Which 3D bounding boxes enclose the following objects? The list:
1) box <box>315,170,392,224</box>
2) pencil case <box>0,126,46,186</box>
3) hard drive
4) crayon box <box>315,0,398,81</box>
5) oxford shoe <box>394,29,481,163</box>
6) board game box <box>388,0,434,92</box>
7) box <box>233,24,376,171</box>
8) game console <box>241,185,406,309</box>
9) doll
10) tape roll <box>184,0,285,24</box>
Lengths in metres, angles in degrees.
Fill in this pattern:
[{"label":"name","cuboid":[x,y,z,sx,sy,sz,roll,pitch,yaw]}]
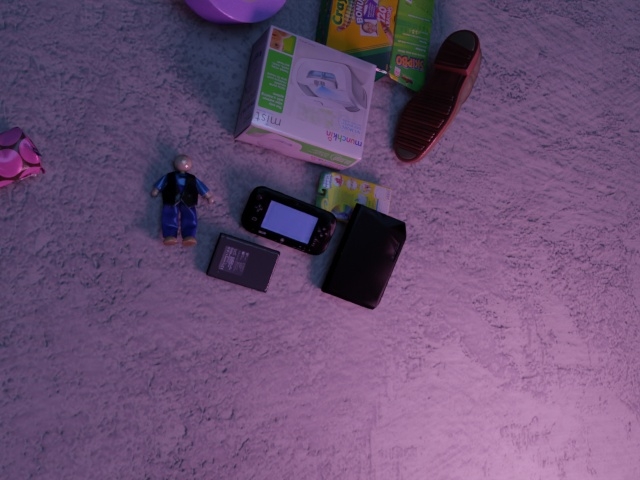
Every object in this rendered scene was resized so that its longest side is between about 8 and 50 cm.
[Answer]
[{"label":"box","cuboid":[0.071,-0.089,1.566,0.179,0.043,0.105,15,79,-23]},{"label":"pencil case","cuboid":[-0.617,-0.125,1.247,0.209,0.095,0.098,-30,112,-22]},{"label":"hard drive","cuboid":[-0.162,0.048,1.444,0.135,0.022,0.094,19,94,-20]},{"label":"crayon box","cuboid":[0.087,-0.530,1.605,0.165,0.081,0.278,12,79,-22]},{"label":"oxford shoe","cuboid":[0.299,-0.326,1.654,0.348,0.123,0.130,-59,149,-2]},{"label":"board game box","cuboid":[0.215,-0.494,1.666,0.124,0.039,0.259,17,74,-39]},{"label":"box","cuboid":[-0.033,-0.303,1.503,0.262,0.127,0.231,16,76,-22]},{"label":"game console","cuboid":[0.000,0.000,1.499,0.361,0.044,0.213,21,93,-13]},{"label":"doll","cuboid":[-0.282,-0.085,1.408,0.129,0.046,0.189,1,77,-14]},{"label":"tape roll","cuboid":[-0.182,-0.596,1.435,0.275,0.090,0.274,-10,105,-43]}]
